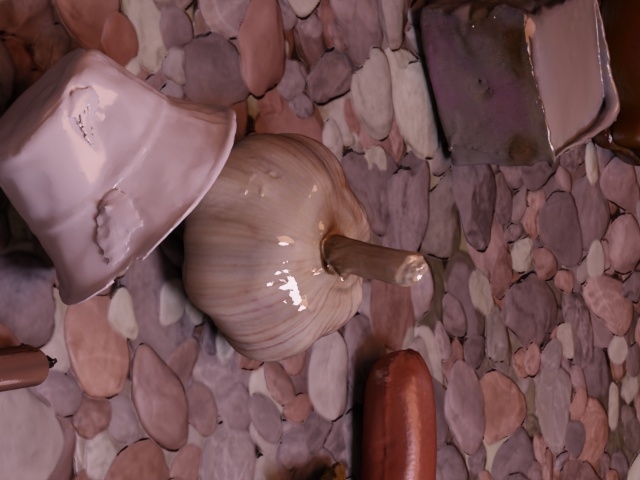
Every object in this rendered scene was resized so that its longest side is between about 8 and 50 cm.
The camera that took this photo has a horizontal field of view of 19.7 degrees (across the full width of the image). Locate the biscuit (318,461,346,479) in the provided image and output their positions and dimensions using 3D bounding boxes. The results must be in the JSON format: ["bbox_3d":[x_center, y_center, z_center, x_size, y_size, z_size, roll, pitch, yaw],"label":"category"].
[{"bbox_3d":[0.021,0.322,1.657,0.131,0.025,0.231,-45,126,-79],"label":"biscuit"}]

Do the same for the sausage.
[{"bbox_3d":[0.075,0.198,1.738,0.077,0.077,0.194,6,83,-52],"label":"sausage"}]

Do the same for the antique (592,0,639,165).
[{"bbox_3d":[0.394,-0.227,2.133,0.223,0.129,0.278,32,65,-50],"label":"antique"}]

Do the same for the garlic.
[{"bbox_3d":[0.000,0.000,1.531,0.199,0.226,0.199,-3,94,-48],"label":"garlic"}]

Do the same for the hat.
[{"bbox_3d":[-0.171,-0.064,1.378,0.126,0.203,0.203,44,52,-18],"label":"hat"}]

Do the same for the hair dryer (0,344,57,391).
[{"bbox_3d":[-0.246,0.102,1.332,0.181,0.064,0.117,-3,113,-65],"label":"hair dryer"}]

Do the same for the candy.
[{"bbox_3d":[0.206,-0.179,1.879,0.185,0.137,0.195,-34,116,-48],"label":"candy"}]
